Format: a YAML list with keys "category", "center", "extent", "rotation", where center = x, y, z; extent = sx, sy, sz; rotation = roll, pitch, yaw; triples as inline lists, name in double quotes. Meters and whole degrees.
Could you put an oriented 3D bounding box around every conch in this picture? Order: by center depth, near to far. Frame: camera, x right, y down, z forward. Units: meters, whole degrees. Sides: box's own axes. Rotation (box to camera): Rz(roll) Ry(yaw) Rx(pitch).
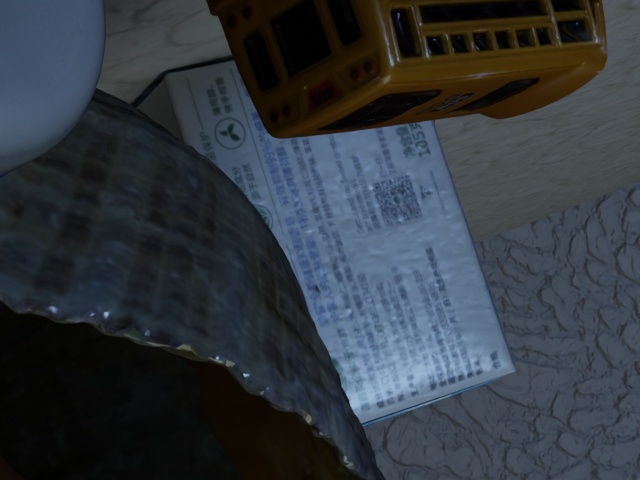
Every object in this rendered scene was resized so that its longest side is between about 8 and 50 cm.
- category: "conch"
  center: [-0.123, 0.027, 0.630]
  extent: [0.352, 0.210, 0.297]
  rotation: [15, 155, -27]

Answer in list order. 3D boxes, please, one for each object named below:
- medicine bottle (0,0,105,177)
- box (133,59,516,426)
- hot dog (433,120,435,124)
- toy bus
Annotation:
- category: "medicine bottle"
  center: [-0.154, -0.039, 0.421]
  extent: [0.191, 0.107, 0.107]
  rotation: [-22, 173, 33]
- category: "box"
  center: [0.001, 0.000, 0.871]
  extent: [0.139, 0.194, 0.073]
  rotation: [-16, 174, -25]
- category: "hot dog"
  center: [0.003, -0.056, 1.016]
  extent: [0.147, 0.065, 0.099]
  rotation: [-17, -176, -39]
- category: "toy bus"
  center: [0.051, -0.092, 0.673]
  extent: [0.083, 0.088, 0.194]
  rotation: [-24, 172, 41]
